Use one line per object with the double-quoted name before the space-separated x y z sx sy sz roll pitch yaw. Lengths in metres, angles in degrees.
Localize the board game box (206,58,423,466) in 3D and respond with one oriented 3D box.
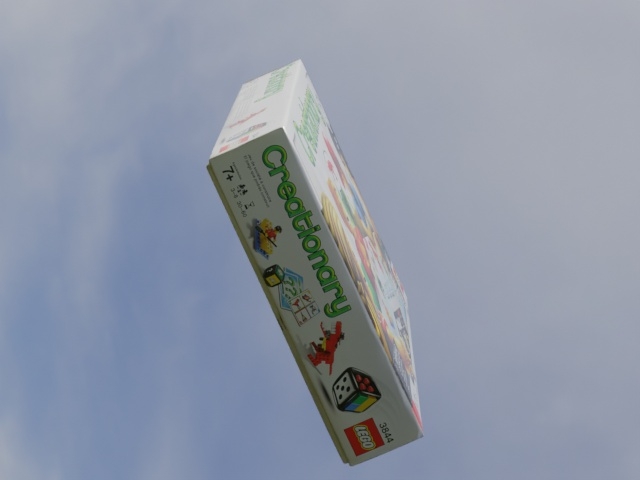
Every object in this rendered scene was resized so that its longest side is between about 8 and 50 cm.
"board game box" 0.000 0.000 1.094 0.305 0.053 0.193 -87 153 -77
